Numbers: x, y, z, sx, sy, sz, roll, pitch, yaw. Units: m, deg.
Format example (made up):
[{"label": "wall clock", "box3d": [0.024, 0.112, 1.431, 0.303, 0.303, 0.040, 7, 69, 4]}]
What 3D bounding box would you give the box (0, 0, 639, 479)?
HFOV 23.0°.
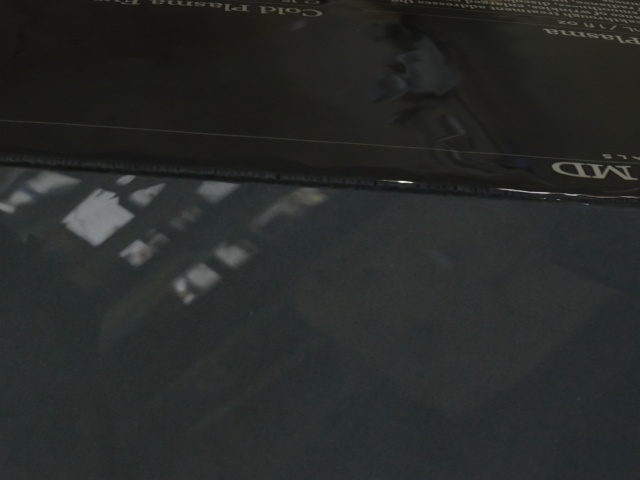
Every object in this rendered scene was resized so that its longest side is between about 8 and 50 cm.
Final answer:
[{"label": "box", "box3d": [0.000, 0.000, 0.640, 0.312, 0.343, 0.179, -93, 7, -67]}]
